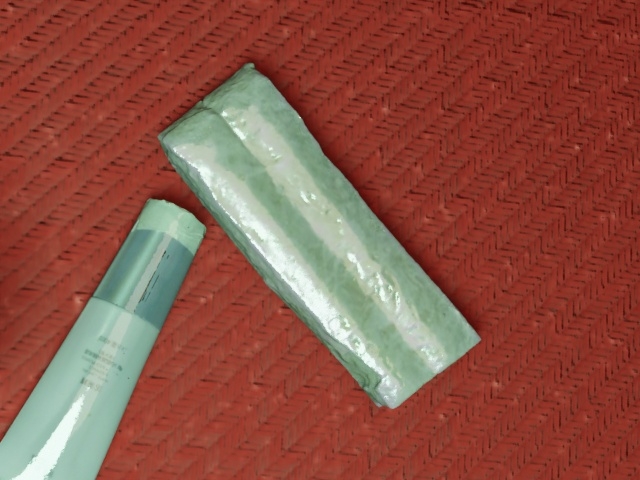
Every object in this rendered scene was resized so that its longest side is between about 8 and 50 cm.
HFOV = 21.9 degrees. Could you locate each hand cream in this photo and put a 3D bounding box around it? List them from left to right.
[{"bbox_3d":[-0.166,0.089,1.272,0.079,0.048,0.255,28,79,-6],"label":"hand cream"}]

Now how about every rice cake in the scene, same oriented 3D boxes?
[{"bbox_3d":[0.000,0.002,1.327,0.106,0.050,0.298,-41,96,-16],"label":"rice cake"}]
